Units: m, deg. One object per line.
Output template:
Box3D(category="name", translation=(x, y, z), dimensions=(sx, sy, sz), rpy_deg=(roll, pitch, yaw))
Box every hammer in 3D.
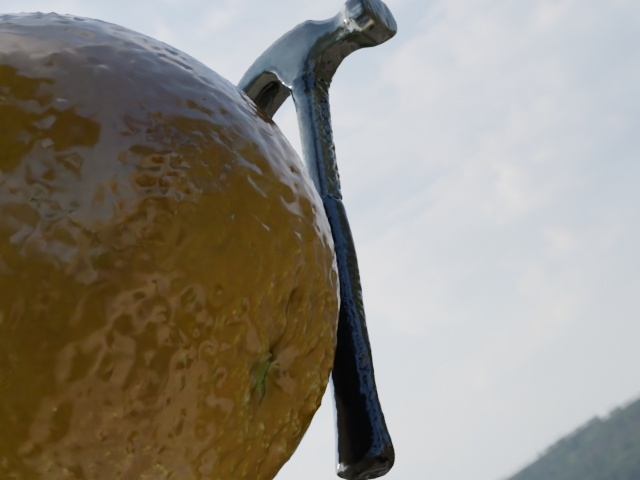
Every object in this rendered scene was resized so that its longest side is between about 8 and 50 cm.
Box3D(category="hammer", translation=(0.000, 0.000, 0.672), dimensions=(0.103, 0.246, 0.029), rpy_deg=(-28, -40, 29))

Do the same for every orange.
Box3D(category="orange", translation=(-0.107, 0.017, 0.581), dimensions=(0.236, 0.236, 0.236), rpy_deg=(-30, -16, -9))
